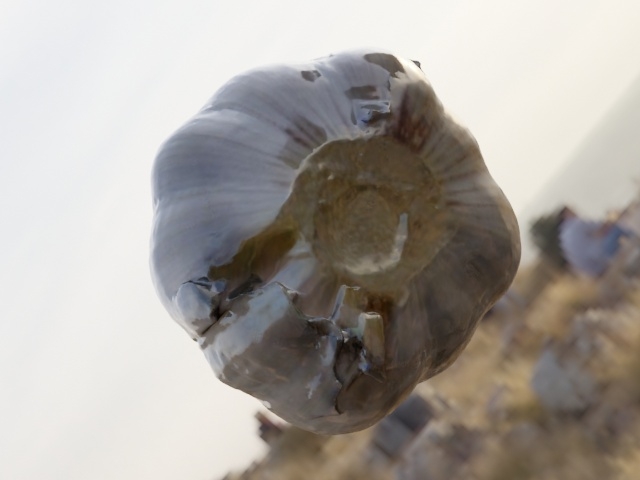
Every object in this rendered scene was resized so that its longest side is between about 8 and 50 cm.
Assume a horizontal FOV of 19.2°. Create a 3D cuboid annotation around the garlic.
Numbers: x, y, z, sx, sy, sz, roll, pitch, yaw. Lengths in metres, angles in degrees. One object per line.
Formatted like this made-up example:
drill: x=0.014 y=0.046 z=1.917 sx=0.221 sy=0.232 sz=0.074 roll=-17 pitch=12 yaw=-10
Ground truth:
garlic: x=0.007 y=-0.006 z=1.529 sx=0.241 sy=0.322 sz=0.322 roll=-6 pitch=30 yaw=43
